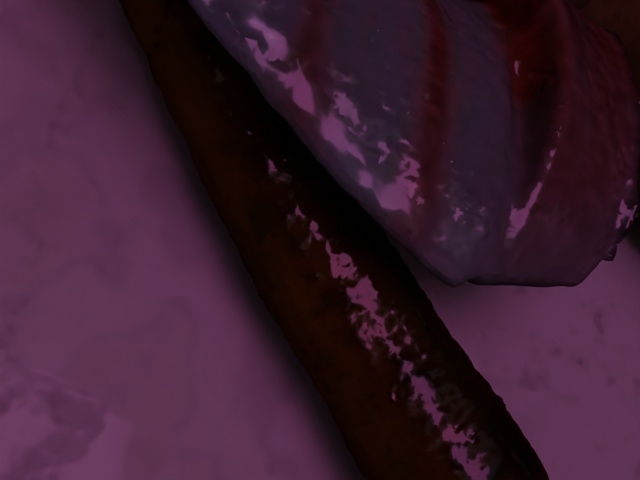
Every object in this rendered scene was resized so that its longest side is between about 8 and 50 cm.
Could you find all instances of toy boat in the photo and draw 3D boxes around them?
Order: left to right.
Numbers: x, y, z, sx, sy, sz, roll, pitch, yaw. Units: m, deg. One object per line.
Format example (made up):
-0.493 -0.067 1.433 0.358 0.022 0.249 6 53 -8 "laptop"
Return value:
0.009 -0.096 0.505 0.282 0.096 0.206 32 47 -30 "toy boat"

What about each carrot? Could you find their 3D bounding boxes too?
0.000 0.000 0.512 0.066 0.066 0.314 -29 88 -34 "carrot"

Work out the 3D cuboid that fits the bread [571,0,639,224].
0.244 -0.066 0.622 0.262 0.162 0.204 43 67 7 "bread"
